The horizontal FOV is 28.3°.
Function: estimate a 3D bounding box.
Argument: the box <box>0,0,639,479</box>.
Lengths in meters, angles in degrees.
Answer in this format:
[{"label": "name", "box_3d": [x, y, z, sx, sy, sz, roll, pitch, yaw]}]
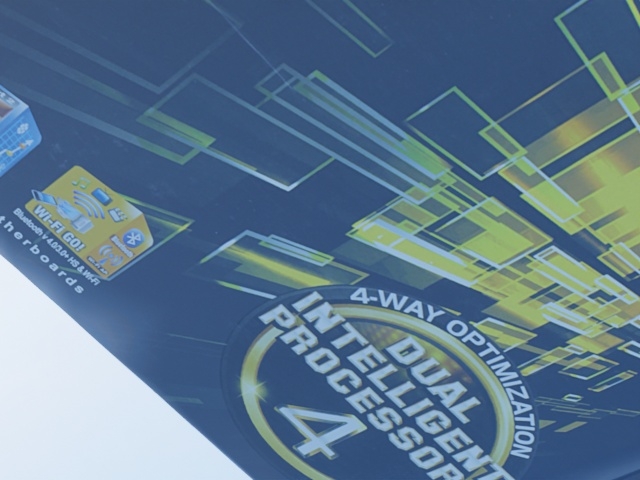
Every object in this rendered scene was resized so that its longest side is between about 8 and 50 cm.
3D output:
[{"label": "box", "box_3d": [0.007, -0.097, 0.340, 0.318, 0.395, 0.097, -32, -159, 33]}]
